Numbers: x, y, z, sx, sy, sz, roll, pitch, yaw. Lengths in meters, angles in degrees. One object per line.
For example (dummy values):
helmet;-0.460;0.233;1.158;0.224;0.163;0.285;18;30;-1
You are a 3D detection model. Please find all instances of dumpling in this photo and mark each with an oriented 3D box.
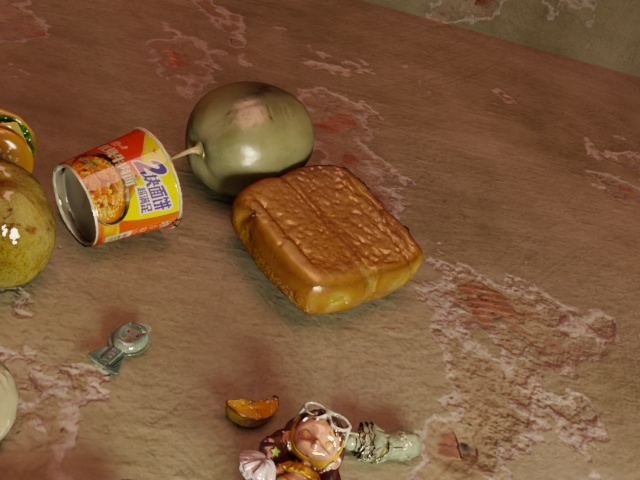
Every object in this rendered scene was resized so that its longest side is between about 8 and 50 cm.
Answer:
dumpling;-0.479;0.217;1.047;0.118;0.136;0.199;0;30;-16

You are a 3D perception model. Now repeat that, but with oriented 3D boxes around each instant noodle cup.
instant noodle cup;-0.387;-0.090;1.436;0.174;0.213;0.213;-26;56;-36

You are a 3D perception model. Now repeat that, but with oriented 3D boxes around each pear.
pear;-0.550;-0.035;1.260;0.228;0.211;0.188;22;38;2

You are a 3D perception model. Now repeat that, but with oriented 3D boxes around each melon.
melon;-0.156;-0.223;1.670;0.271;0.272;0.308;30;32;11

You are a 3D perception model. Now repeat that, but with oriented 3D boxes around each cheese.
cheese;-0.326;0.173;1.266;0.067;0.026;0.121;28;37;10

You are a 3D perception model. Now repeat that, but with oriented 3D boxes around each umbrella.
umbrella;0.101;0.333;1.253;0.143;0.062;0.067;11;68;-25

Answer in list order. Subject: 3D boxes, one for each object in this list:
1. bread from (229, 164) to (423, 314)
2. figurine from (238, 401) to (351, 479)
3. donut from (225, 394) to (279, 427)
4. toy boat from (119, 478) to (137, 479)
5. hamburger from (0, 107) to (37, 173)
bread;-0.002;0.006;1.551;0.328;0.148;0.337;-21;56;-38
figurine;-0.036;0.352;1.112;0.174;0.116;0.240;24;42;6
donut;-0.110;0.274;1.239;0.067;0.038;0.083;32;32;18
toy boat;-0.350;0.354;0.969;0.292;0.099;0.108;11;35;-27
hamburger;-0.622;-0.172;1.452;0.162;0.162;0.115;6;39;-20
